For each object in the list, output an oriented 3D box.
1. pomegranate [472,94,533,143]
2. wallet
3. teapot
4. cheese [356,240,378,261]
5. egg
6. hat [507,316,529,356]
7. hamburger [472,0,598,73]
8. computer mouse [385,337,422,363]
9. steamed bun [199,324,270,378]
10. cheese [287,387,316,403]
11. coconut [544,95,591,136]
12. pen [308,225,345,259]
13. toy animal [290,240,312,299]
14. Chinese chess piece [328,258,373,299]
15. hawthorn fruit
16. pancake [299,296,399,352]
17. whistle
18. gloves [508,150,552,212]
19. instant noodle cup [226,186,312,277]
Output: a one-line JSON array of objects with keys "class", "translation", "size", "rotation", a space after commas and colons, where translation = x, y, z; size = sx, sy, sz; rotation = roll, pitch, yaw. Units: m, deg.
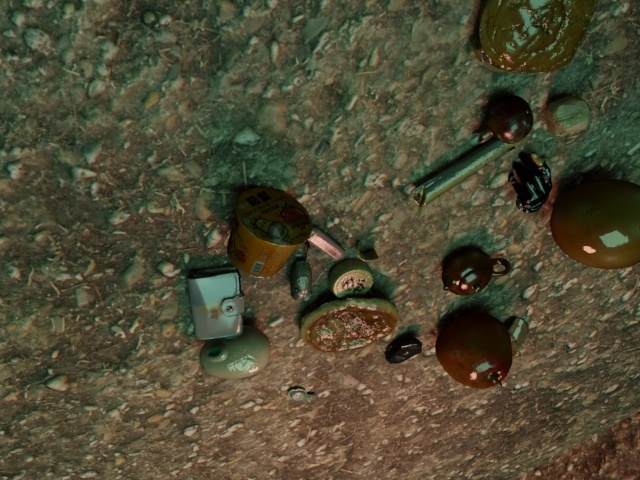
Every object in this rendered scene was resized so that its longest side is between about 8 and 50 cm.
[{"class": "pomegranate", "translation": [0.490, -0.325, 1.525], "size": [0.159, 0.129, 0.129], "rotation": [-1, 137, 25]}, {"class": "wallet", "translation": [-0.313, 0.190, 1.709], "size": [0.170, 0.069, 0.231], "rotation": [-5, 116, -11]}, {"class": "teapot", "translation": [0.520, 0.117, 1.887], "size": [0.252, 0.135, 0.178], "rotation": [-13, 135, -6]}, {"class": "cheese", "translation": [0.133, 0.037, 1.750], "size": [0.084, 0.060, 0.041], "rotation": [28, 117, -26]}, {"class": "egg", "translation": [0.892, -0.052, 1.763], "size": [0.351, 0.283, 0.283], "rotation": [8, 126, -16]}, {"class": "hat", "translation": [0.742, 0.379, 2.231], "size": [0.147, 0.085, 0.175], "rotation": [24, 95, -28]}, {"class": "hamburger", "translation": [0.514, -0.526, 1.345], "size": [0.265, 0.134, 0.285], "rotation": [-6, 128, -15]}, {"class": "computer mouse", "translation": [0.309, 0.407, 2.118], "size": [0.099, 0.057, 0.172], "rotation": [19, 133, -32]}, {"class": "steamed bun", "translation": [-0.276, 0.346, 1.801], "size": [0.228, 0.177, 0.131], "rotation": [-10, 121, 0]}, {"class": "cheese", "translation": [-0.075, 0.598, 2.173], "size": [0.120, 0.026, 0.067], "rotation": [30, 115, -35]}, {"class": "coconut", "translation": [0.695, -0.345, 1.570], "size": [0.124, 0.110, 0.110], "rotation": [-17, 132, 2]}, {"class": "pen", "translation": [0.000, 0.000, 1.693], "size": [0.053, 0.032, 0.197], "rotation": [-39, 132, 16]}, {"class": "toy animal", "translation": [-0.049, 0.084, 1.715], "size": [0.070, 0.079, 0.253], "rotation": [-16, 137, -33]}, {"class": "Chinese chess piece", "translation": [0.098, 0.126, 1.811], "size": [0.144, 0.058, 0.144], "rotation": [-9, 131, -11]}, {"class": "hawthorn fruit", "translation": [0.572, 0.421, 2.050], "size": [0.276, 0.298, 0.277], "rotation": [-10, 129, -13]}, {"class": "pancake", "translation": [0.100, 0.288, 1.927], "size": [0.356, 0.065, 0.356], "rotation": [-6, 139, -6]}, {"class": "whistle", "translation": [0.409, -0.206, 1.632], "size": [0.326, 0.057, 0.068], "rotation": [-31, 128, 10]}, {"class": "gloves", "translation": [0.640, -0.182, 1.692], "size": [0.129, 0.106, 0.181], "rotation": [-17, 136, 0]}, {"class": "instant noodle cup", "translation": [-0.151, -0.014, 1.527], "size": [0.215, 0.216, 0.172], "rotation": [9, 134, -24]}]
